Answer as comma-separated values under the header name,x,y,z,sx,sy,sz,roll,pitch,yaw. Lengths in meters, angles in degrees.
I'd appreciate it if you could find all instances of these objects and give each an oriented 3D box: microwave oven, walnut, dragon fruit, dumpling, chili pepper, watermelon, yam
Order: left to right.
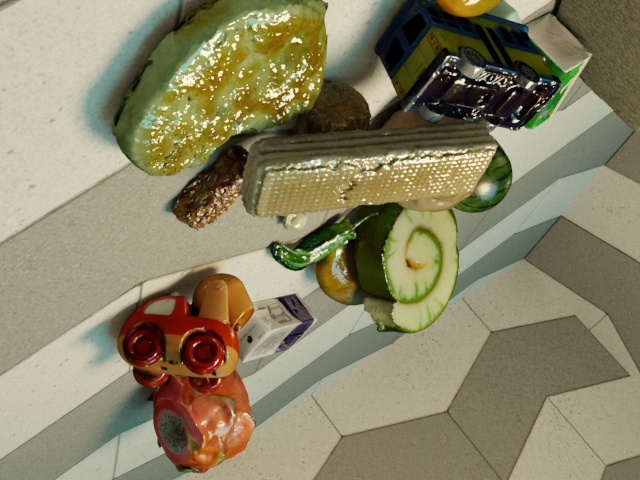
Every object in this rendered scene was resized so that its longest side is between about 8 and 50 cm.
name,x,y,z,sx,sy,sz,roll,pitch,yaw
dragon fruit,-0.314,0.442,1.923,0.189,0.291,0.291,-9,146,-44
dumpling,-0.056,-0.049,1.647,0.076,0.057,0.052,20,161,-40
chili pepper,0.000,0.000,1.813,0.278,0.065,0.122,-25,161,-25
yam,0.011,-0.169,1.365,0.128,0.129,0.238,-6,148,-16
walnut,0.230,-0.172,1.605,0.248,0.248,0.248,-34,161,-14
watermelon,0.409,-0.170,1.999,0.214,0.188,0.188,-27,158,-25
microwave oven,0.698,-0.464,1.598,0.236,0.374,0.432,-40,166,-1

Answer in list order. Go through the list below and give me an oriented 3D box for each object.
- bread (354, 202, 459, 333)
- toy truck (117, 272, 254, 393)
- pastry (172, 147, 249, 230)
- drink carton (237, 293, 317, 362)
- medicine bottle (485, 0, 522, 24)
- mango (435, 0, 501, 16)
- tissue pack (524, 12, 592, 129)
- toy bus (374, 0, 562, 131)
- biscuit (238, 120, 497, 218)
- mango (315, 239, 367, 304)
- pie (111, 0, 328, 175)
name,x,y,z,sx,sy,sz,roll,pitch,yaw
bread,0.213,0.052,1.966,0.366,0.129,0.382,28,77,-47
toy truck,-0.272,0.175,1.578,0.264,0.239,0.189,6,152,-2
pastry,-0.173,-0.082,1.309,0.169,0.063,0.087,-42,159,12
drink carton,-0.130,0.230,2.043,0.134,0.102,0.222,-46,160,26
medicine bottle,0.284,-0.355,1.500,0.229,0.083,0.121,-40,154,0
mango,0.272,-0.444,1.239,0.253,0.113,0.138,-39,155,-23
tissue pack,0.473,-0.365,1.731,0.156,0.148,0.209,-30,160,-24
toy bus,0.258,-0.298,1.333,0.287,0.175,0.138,3,143,-35
biscuit,0.081,-0.121,1.273,0.425,0.079,0.144,-8,149,-20
mango,0.084,0.075,2.026,0.193,0.146,0.316,-52,151,2
pie,-0.120,-0.222,1.072,0.371,0.078,0.296,-27,158,-36
